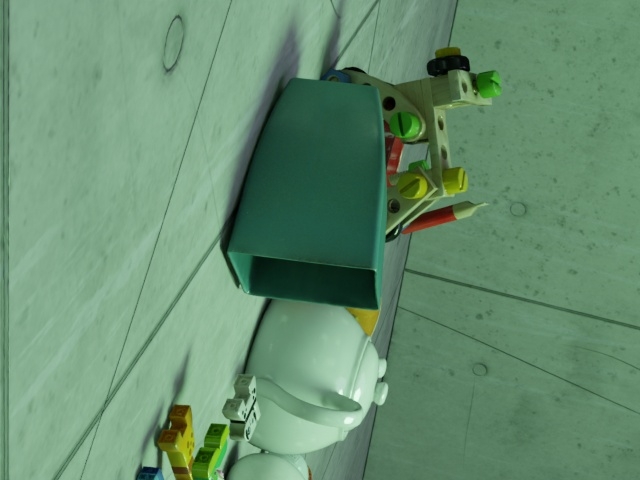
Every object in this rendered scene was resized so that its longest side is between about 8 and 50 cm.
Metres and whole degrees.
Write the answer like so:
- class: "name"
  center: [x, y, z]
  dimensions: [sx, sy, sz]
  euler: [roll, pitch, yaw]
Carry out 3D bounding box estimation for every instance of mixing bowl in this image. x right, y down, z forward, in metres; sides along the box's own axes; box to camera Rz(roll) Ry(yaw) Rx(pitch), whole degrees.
- class: "mixing bowl"
  center: [0.068, -0.116, 1.961]
  dimensions: [0.181, 0.098, 0.181]
  euler: [15, 90, -82]

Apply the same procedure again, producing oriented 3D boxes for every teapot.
- class: "teapot"
  center: [0.002, 0.196, 1.746]
  dimensions: [0.252, 0.187, 0.256]
  euler: [92, 16, -53]

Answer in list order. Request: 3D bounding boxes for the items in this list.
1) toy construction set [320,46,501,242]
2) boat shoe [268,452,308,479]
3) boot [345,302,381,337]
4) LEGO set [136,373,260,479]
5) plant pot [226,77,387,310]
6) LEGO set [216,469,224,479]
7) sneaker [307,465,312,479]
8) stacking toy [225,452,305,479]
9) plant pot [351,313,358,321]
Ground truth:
- class: "toy construction set"
  center: [0.158, -0.122, 1.708]
  dimensions: [0.309, 0.237, 0.257]
  euler: [43, 39, -52]
- class: "boat shoe"
  center: [-0.077, 0.467, 2.034]
  dimensions: [0.094, 0.109, 0.302]
  euler: [-44, 142, -44]
- class: "boot"
  center: [0.044, 0.057, 2.142]
  dimensions: [0.211, 0.104, 0.295]
  euler: [2, 97, -76]
- class: "LEGO set"
  center: [-0.131, 0.248, 1.289]
  dimensions: [0.227, 0.087, 0.093]
  euler: [-66, 152, -49]
- class: "plant pot"
  center: [0.000, -0.060, 1.452]
  dimensions: [0.165, 0.165, 0.234]
  euler: [79, 18, -70]
- class: "LEGO set"
  center: [-0.137, 0.364, 1.542]
  dimensions: [0.132, 0.107, 0.287]
  euler: [-31, 154, -25]
- class: "sneaker"
  center: [-0.065, 0.451, 2.202]
  dimensions: [0.067, 0.064, 0.175]
  euler: [-58, 178, 34]
- class: "stacking toy"
  center: [0.006, 0.506, 1.768]
  dimensions: [0.480, 0.350, 0.350]
  euler: [56, 27, -16]
- class: "plant pot"
  center: [0.006, 0.166, 2.099]
  dimensions: [0.083, 0.081, 0.081]
  euler: [-41, 145, -55]
